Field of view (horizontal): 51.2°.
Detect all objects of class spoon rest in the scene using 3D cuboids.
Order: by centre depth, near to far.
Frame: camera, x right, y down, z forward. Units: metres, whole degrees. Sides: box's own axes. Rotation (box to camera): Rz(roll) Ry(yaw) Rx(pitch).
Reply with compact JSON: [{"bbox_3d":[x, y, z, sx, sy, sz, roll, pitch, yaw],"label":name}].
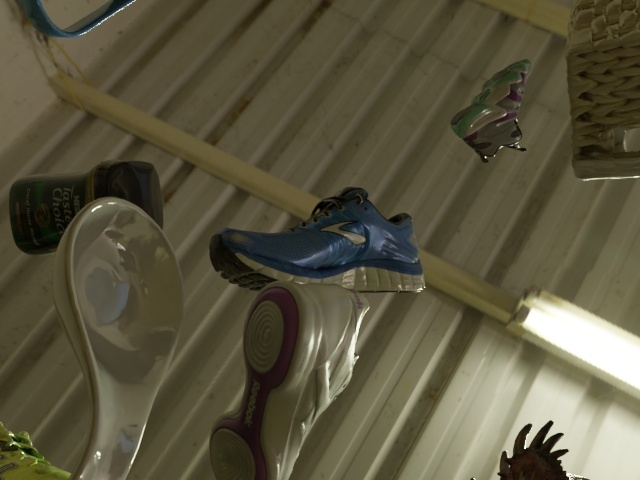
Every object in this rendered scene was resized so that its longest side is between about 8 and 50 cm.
[{"bbox_3d":[-0.159,0.090,0.484,0.084,0.137,0.276,-10,-129,25],"label":"spoon rest"}]

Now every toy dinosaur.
[{"bbox_3d":[0.245,0.270,0.656,0.200,0.296,0.127,25,-106,18],"label":"toy dinosaur"}]

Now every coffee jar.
[{"bbox_3d":[-0.259,-0.035,0.742,0.184,0.079,0.096,-6,-90,31],"label":"coffee jar"}]

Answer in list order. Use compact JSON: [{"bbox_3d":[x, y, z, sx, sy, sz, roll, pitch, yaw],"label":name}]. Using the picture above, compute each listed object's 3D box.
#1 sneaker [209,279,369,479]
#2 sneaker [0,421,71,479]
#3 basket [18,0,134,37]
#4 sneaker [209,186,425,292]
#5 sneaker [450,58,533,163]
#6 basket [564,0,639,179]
[{"bbox_3d":[-0.027,0.183,0.737,0.152,0.305,0.114,-3,-149,-44],"label":"sneaker"},{"bbox_3d":[-0.378,0.286,0.780,0.384,0.145,0.147,-2,-123,20],"label":"sneaker"},{"bbox_3d":[-0.181,-0.343,0.585,0.201,0.255,0.289,10,-141,27],"label":"basket"},{"bbox_3d":[0.000,0.000,0.917,0.330,0.130,0.147,3,-97,-35],"label":"sneaker"},{"bbox_3d":[0.168,-0.110,0.599,0.098,0.038,0.069,-44,-76,-9],"label":"sneaker"},{"bbox_3d":[0.239,-0.135,0.479,0.113,0.103,0.167,-3,-141,30],"label":"basket"}]
